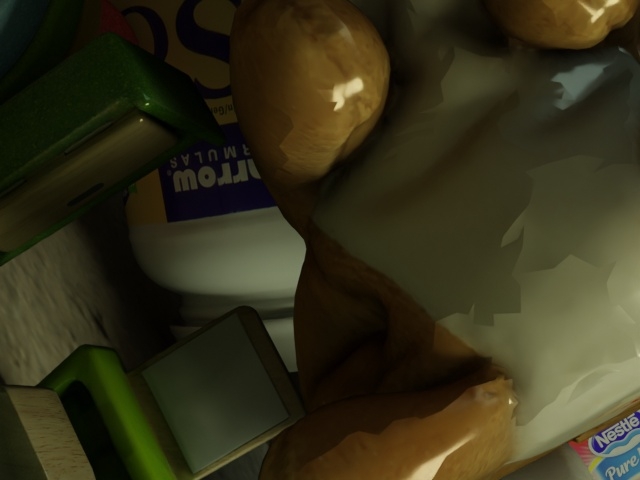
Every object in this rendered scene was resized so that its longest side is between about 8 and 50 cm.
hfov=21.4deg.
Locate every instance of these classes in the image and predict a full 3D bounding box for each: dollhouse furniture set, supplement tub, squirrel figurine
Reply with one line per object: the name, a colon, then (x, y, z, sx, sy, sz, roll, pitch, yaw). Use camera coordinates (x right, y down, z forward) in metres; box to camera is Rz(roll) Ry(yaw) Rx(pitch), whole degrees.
dollhouse furniture set: (-0.125, 0.022, 0.674, 0.197, 0.151, 0.301, 62, 12, 14)
supplement tub: (-0.014, -0.098, 1.043, 0.241, 0.241, 0.331, -23, 103, -77)
squirrel figurine: (0.065, -0.088, 0.816, 0.370, 0.281, 0.397, 61, 14, 13)

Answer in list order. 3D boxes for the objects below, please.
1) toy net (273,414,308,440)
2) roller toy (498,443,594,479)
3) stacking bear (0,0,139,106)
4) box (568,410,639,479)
toy net: (0.032, 0.186, 1.133, 0.122, 0.045, 0.232, 38, 22, -55)
roller toy: (0.075, 0.205, 0.918, 0.209, 0.146, 0.191, 95, -13, -59)
stacking bear: (-0.184, -0.113, 0.847, 0.175, 0.164, 0.289, 61, 9, 20)
box: (0.307, 0.212, 1.609, 0.128, 0.257, 0.122, 60, 11, 16)
